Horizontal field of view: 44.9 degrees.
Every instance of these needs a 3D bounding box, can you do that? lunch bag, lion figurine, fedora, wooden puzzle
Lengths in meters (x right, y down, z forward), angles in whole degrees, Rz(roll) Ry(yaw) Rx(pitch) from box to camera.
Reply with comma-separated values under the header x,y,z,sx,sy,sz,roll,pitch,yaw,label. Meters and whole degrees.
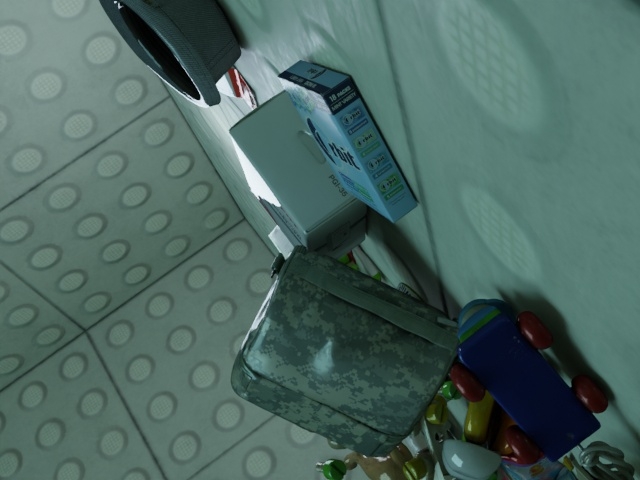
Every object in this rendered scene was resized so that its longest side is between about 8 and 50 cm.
x,y,z,sx,sy,sz,roll,pitch,yaw,label
0.044,0.156,1.160,0.305,0.212,0.256,26,143,1,lunch bag
0.166,0.518,1.537,0.392,0.142,0.240,62,162,-19,lion figurine
-0.229,-0.346,1.275,0.275,0.124,0.243,37,166,41,fedora
0.363,0.326,1.024,0.116,0.014,0.078,49,176,38,wooden puzzle

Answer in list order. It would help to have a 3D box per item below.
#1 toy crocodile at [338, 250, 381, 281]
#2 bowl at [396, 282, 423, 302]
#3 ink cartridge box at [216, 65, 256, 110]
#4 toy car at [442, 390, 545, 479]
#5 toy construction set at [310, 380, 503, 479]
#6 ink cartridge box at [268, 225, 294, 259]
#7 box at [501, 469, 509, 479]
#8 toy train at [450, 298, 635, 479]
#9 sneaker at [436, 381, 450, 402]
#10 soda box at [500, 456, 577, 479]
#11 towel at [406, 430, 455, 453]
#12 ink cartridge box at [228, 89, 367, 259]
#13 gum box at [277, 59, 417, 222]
x,y,z,sx,sy,sz,roll,pitch,yaw,label
-0.001,-0.013,1.540,0.340,0.105,0.115,55,175,32,toy crocodile
0.159,0.165,1.346,0.170,0.080,0.170,53,174,8,bowl
-0.190,-0.316,1.514,0.179,0.045,0.145,55,174,11,ink cartridge box
0.242,0.246,1.029,0.136,0.159,0.182,14,161,13,toy car
0.163,0.354,1.313,0.309,0.257,0.237,15,165,-31,toy construction set
-0.005,0.063,1.794,0.171,0.056,0.235,31,-164,-41,ink cartridge box
0.385,0.579,1.528,0.300,0.154,0.142,53,173,21,box
0.239,0.170,0.819,0.248,0.105,0.143,48,-170,-8,toy train
0.171,0.313,1.711,0.145,0.147,0.384,52,175,2,sneaker
0.339,0.368,1.201,0.063,0.058,0.183,55,173,-5,soda box
0.221,0.428,1.979,0.332,0.053,0.317,52,-170,9,towel
-0.029,-0.084,1.238,0.207,0.117,0.283,53,173,13,ink cartridge box
0.032,-0.124,0.947,0.184,0.041,0.157,57,173,-28,gum box
